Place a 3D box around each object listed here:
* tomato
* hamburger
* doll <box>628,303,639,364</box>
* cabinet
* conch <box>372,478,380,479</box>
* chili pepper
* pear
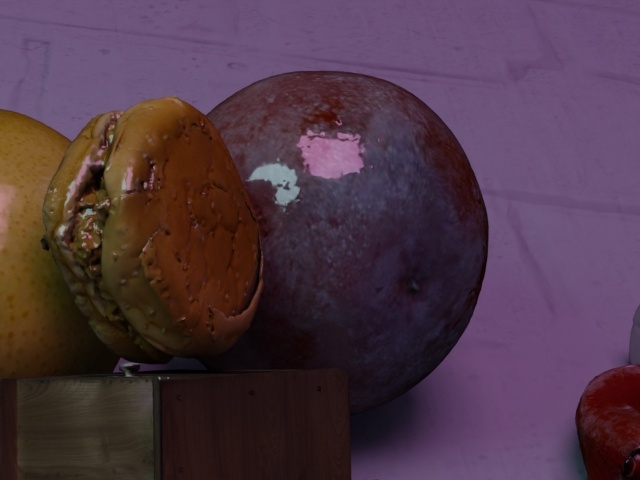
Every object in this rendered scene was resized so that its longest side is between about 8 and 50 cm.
[{"bbox_3d":[0.000,0.000,1.633,0.316,0.317,0.282,-10,18,-35],"label":"tomato"},{"bbox_3d":[-0.127,-0.003,1.413,0.108,0.214,0.214,-13,19,26],"label":"hamburger"},{"bbox_3d":[0.467,0.118,1.813,0.271,0.144,0.208,-1,11,-29],"label":"doll"},{"bbox_3d":[-0.109,0.164,1.347,0.174,0.148,0.215,-4,-4,39],"label":"cabinet"},{"bbox_3d":[0.057,0.242,1.399,0.094,0.176,0.104,-11,58,30],"label":"conch"},{"bbox_3d":[0.298,0.186,1.654,0.144,0.136,0.253,-37,23,4],"label":"chili pepper"},{"bbox_3d":[-0.302,0.035,1.492,0.314,0.314,0.314,9,29,-5],"label":"pear"}]
